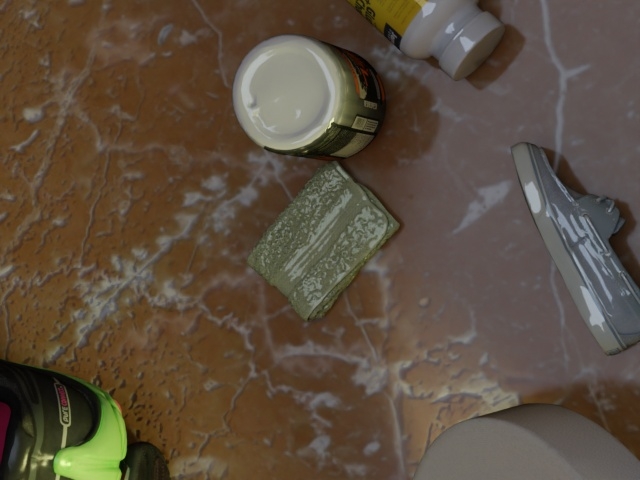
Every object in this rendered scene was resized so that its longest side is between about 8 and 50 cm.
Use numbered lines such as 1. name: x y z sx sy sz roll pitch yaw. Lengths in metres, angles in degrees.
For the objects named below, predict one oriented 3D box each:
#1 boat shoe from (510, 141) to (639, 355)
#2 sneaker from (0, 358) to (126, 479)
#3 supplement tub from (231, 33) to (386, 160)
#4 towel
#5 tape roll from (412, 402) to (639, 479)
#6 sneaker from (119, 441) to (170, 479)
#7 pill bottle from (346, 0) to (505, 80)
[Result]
1. boat shoe: 0.262 -0.003 1.712 0.081 0.079 0.227 -27 87 7
2. sneaker: -0.431 0.178 1.842 0.483 0.202 0.185 3 83 31
3. supplement tub: -0.004 -0.138 1.733 0.117 0.190 0.117 0 90 17
4. towel: 0.000 0.000 1.817 0.110 0.027 0.148 44 102 14
5. tape roll: 0.210 0.343 1.600 0.392 0.072 0.392 30 126 53
6. sneaker: -0.253 0.347 1.860 0.163 0.106 0.281 5 92 21
7. pill bottle: 0.093 -0.247 1.747 0.184 0.103 0.103 44 102 14
